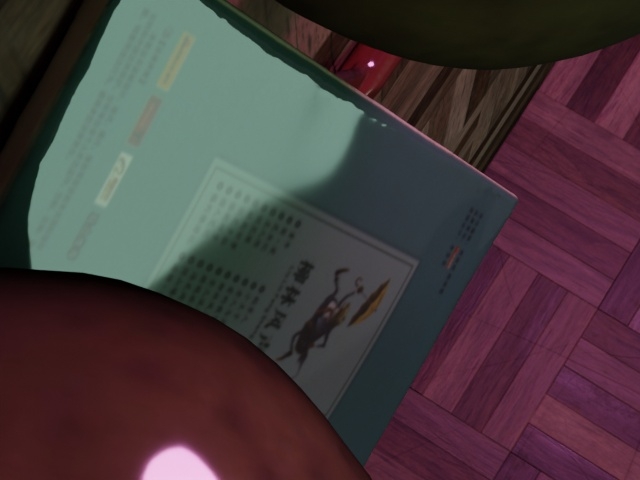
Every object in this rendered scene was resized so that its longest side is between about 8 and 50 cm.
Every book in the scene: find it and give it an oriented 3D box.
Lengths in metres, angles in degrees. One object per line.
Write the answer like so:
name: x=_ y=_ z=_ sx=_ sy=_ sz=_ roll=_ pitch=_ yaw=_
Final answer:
book: x=-0.044 y=0.028 z=0.773 sx=0.379 sy=0.031 sz=0.264 roll=28 pitch=94 yaw=-51

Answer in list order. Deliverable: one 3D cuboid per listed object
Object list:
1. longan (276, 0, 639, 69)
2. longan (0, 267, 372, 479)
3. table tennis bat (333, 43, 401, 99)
longan: x=0.066 y=-0.193 z=0.587 sx=0.300 sy=0.300 sz=0.243 roll=-19 pitch=99 yaw=-75
longan: x=-0.131 y=0.186 z=0.536 sx=0.361 sy=0.361 sz=0.361 roll=-56 pitch=170 yaw=-15
table tennis bat: x=-0.009 y=-0.075 z=1.144 sx=0.310 sy=0.038 sz=0.200 roll=-55 pitch=170 yaw=-15
